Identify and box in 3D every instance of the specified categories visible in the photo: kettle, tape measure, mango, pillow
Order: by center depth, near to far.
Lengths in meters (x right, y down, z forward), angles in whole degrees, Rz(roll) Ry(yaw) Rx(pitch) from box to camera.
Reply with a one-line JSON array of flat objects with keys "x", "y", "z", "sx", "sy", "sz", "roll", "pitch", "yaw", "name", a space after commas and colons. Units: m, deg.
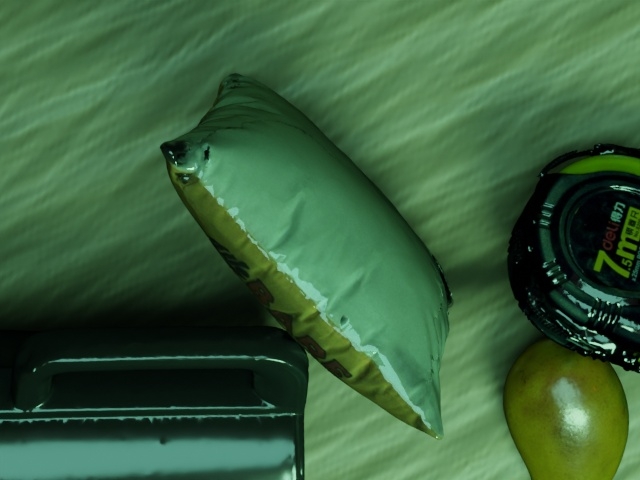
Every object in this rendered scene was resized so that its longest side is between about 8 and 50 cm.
[{"x": 0.000, "y": 0.000, "z": 1.496, "sx": 0.119, "sy": 0.312, "sz": 0.310, "roll": -38, "pitch": 100, "yaw": 13, "name": "pillow"}, {"x": -0.170, "y": 0.148, "z": 1.561, "sx": 0.308, "sy": 0.203, "sz": 0.262, "roll": -1, "pitch": 119, "yaw": -5, "name": "kettle"}, {"x": 0.258, "y": 0.012, "z": 1.595, "sx": 0.186, "sy": 0.112, "sz": 0.199, "roll": 22, "pitch": 64, "yaw": -2, "name": "tape measure"}, {"x": 0.228, "y": 0.164, "z": 1.646, "sx": 0.111, "sy": 0.089, "sz": 0.163, "roll": -22, "pitch": 110, "yaw": 12, "name": "mango"}]
